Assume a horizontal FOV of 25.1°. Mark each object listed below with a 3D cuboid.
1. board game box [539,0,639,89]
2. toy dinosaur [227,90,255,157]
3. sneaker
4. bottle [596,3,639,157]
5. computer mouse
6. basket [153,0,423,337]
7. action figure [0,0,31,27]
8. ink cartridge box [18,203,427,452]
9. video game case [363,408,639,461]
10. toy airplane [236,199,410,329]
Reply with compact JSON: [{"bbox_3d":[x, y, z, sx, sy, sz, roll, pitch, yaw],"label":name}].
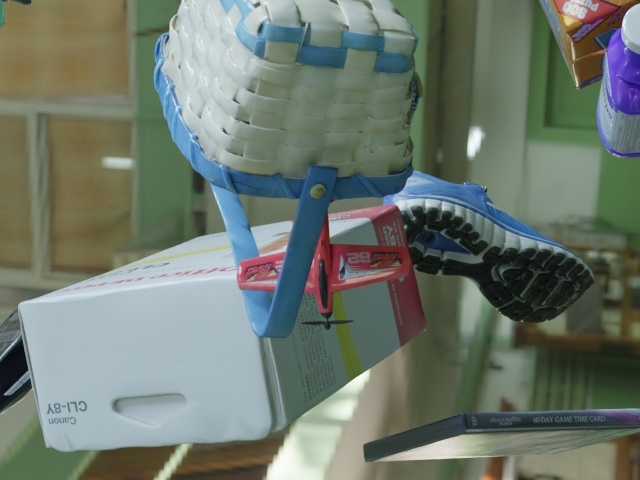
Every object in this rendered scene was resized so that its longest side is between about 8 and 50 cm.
[{"bbox_3d":[0.460,-0.483,2.084,0.356,0.357,0.356,29,-141,-76],"label":"board game box"},{"bbox_3d":[-0.056,-0.108,1.252,0.092,0.053,0.183,-93,2,-53],"label":"toy dinosaur"},{"bbox_3d":[0.219,-0.007,1.862,0.130,0.330,0.147,-47,31,29],"label":"sneaker"},{"bbox_3d":[0.423,-0.214,1.911,0.283,0.092,0.118,74,-168,-67],"label":"bottle"},{"bbox_3d":[-0.366,0.173,1.504,0.060,0.184,0.262,46,-125,-19],"label":"computer mouse"},{"bbox_3d":[-0.033,-0.097,1.184,0.254,0.201,0.289,-111,35,-45],"label":"basket"},{"bbox_3d":[-0.414,-0.247,1.660,0.063,0.232,0.137,23,-128,-37],"label":"action figure"},{"bbox_3d":[-0.090,0.084,1.527,0.385,0.279,0.160,-25,-75,-64],"label":"ink cartridge box"},{"bbox_3d":[0.214,0.218,1.605,0.196,0.274,0.026,-29,62,55],"label":"video game case"},{"bbox_3d":[0.000,0.000,1.205,0.028,0.151,0.151,19,-105,-76],"label":"toy airplane"}]
